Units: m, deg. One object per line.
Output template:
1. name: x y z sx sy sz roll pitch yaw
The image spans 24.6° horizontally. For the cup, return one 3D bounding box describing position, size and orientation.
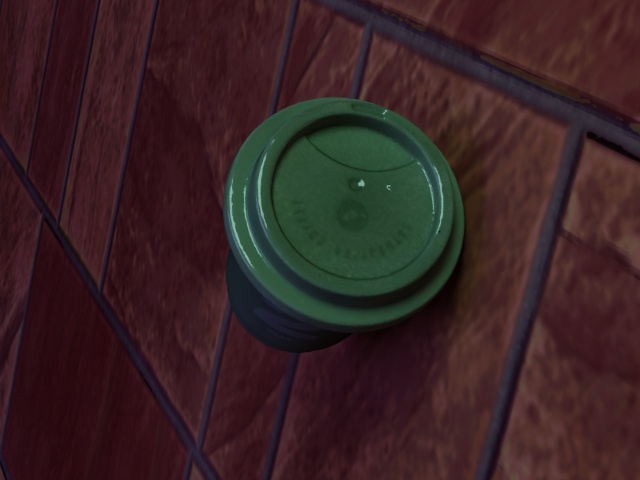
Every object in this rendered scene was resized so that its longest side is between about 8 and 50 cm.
1. cup: 0.000 0.000 0.751 0.141 0.120 0.120 132 139 -67
